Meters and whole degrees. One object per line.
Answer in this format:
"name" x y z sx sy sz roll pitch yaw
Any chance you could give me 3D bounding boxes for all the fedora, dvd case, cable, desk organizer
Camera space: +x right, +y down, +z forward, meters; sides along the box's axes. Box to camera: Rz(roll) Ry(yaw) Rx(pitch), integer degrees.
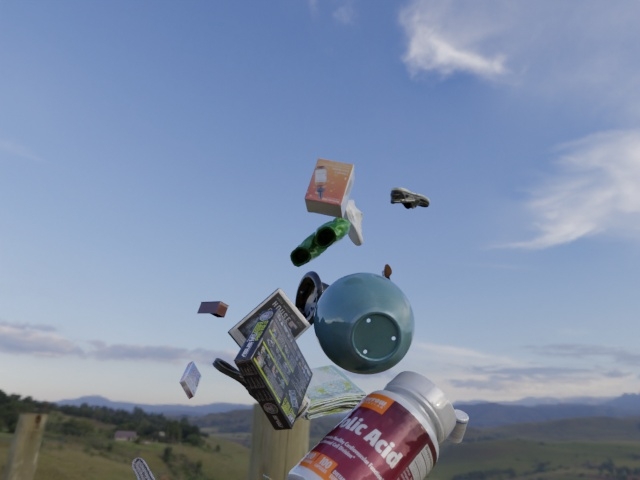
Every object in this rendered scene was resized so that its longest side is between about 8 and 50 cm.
"fedora" -0.016 0.327 2.616 0.153 0.334 0.334 7 -22 -27
"dvd case" -0.173 0.304 1.634 0.179 0.239 0.029 51 -26 -4
"cable" -0.242 0.488 1.666 0.287 0.072 0.139 41 5 1
"desk organizer" -0.416 0.267 1.832 0.130 0.050 0.047 -8 -35 41

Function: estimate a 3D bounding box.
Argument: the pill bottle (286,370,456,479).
"pill bottle" 0.133 0.498 1.110 0.392 0.224 0.224 -33 -1 -34

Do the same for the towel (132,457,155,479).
"towel" -0.503 0.823 1.468 0.049 0.187 0.282 -24 30 -31

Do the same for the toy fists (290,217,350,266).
"toy fists" 0.000 0.000 1.863 0.279 0.096 0.142 -38 -7 35

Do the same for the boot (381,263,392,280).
"boot" 0.331 0.167 2.402 0.042 0.118 0.087 -10 13 -8

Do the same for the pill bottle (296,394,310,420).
"pill bottle" -0.126 0.497 1.556 0.184 0.103 0.103 49 -38 -11

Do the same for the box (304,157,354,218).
"box" 0.034 -0.177 1.611 0.130 0.170 0.091 12 -25 12

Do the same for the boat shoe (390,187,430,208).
"boat shoe" 0.399 -0.175 2.122 0.233 0.079 0.084 12 -11 -37

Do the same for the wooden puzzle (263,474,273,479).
"wooden puzzle" -0.209 0.982 1.954 0.049 0.006 0.083 39 -28 -14

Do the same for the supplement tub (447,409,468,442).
"supplement tub" 0.524 0.716 1.832 0.071 0.107 0.071 12 14 -3

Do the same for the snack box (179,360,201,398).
"snack box" -0.424 0.454 1.557 0.022 0.064 0.178 -28 7 -4

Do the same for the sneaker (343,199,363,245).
"sneaker" 0.158 -0.084 2.107 0.094 0.212 0.080 -21 0 -30

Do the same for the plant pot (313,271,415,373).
"plant pot" 0.132 0.241 1.291 0.290 0.290 0.195 6 2 -5

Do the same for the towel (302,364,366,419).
"towel" -0.007 0.688 2.192 0.321 0.090 0.374 0 8 -27

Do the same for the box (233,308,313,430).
"box" -0.126 0.368 1.370 0.060 0.216 0.270 -13 -64 25
